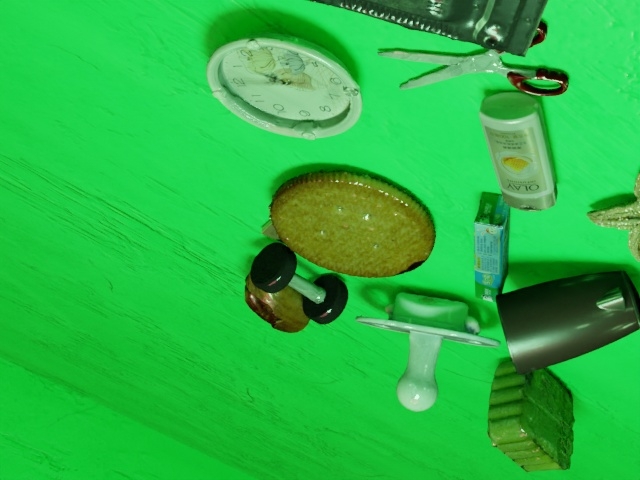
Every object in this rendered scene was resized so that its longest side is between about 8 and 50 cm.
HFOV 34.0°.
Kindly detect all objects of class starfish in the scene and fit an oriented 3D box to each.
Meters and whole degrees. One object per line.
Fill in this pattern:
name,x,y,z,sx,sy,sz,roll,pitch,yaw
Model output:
starfish,0.510,-0.044,1.558,0.227,0.043,0.240,5,147,19

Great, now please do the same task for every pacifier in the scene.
pacifier,0.201,0.222,2.047,0.287,0.226,0.238,11,171,14

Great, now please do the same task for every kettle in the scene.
kettle,0.437,0.139,1.803,0.232,0.144,0.202,-16,159,13

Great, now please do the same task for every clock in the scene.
clock,-0.048,-0.233,1.525,0.236,0.053,0.236,13,155,6

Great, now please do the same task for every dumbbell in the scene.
dumbbell,-0.040,0.085,2.042,0.100,0.100,0.191,-10,148,42

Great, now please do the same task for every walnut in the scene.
walnut,-0.090,0.119,2.145,0.115,0.116,0.207,-1,147,32

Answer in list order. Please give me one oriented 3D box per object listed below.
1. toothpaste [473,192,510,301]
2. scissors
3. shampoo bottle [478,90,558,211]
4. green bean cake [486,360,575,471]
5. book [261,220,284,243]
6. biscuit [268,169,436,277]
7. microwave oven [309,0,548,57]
toothpaste,0.291,0.017,1.775,0.050,0.065,0.267,10,152,14
scissors,0.201,-0.238,1.411,0.247,0.017,0.144,1,148,32
shampoo bottle,0.291,-0.125,1.521,0.086,0.056,0.227,6,151,23
green bean cake,0.443,0.366,2.191,0.113,0.200,0.214,-19,132,37
book,0.000,0.000,1.969,0.198,0.016,0.138,26,152,-16
biscuit,0.056,-0.029,1.842,0.305,0.038,0.305,10,147,7
microwave oven,0.111,-0.340,1.094,0.295,0.181,0.237,16,152,3
